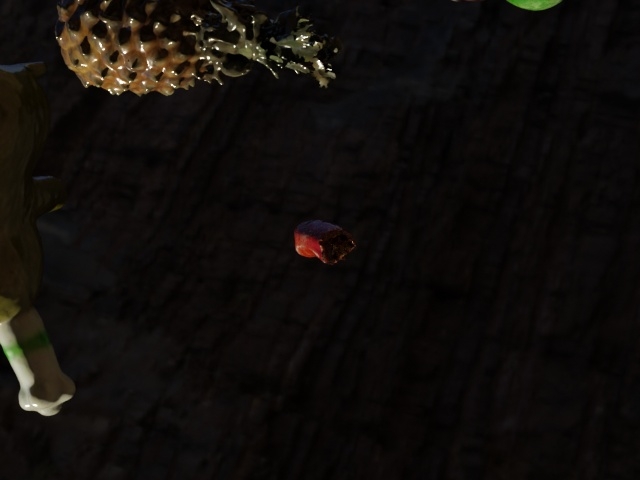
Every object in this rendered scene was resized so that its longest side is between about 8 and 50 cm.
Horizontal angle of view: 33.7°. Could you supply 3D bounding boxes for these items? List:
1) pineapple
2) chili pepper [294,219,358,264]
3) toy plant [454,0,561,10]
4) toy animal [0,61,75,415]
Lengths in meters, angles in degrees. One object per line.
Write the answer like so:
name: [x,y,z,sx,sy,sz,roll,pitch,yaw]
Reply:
pineapple: [-0.147,-0.249,1.278,0.175,0.361,0.175,9,-90,-69]
chili pepper: [0.000,0.000,1.776,0.070,0.123,0.073,32,-99,-28]
toy plant: [0.210,-0.393,1.356,0.175,0.235,0.218,-37,-67,-26]
toy animal: [-0.351,-0.007,1.069,0.180,0.181,0.362,-118,25,-68]
